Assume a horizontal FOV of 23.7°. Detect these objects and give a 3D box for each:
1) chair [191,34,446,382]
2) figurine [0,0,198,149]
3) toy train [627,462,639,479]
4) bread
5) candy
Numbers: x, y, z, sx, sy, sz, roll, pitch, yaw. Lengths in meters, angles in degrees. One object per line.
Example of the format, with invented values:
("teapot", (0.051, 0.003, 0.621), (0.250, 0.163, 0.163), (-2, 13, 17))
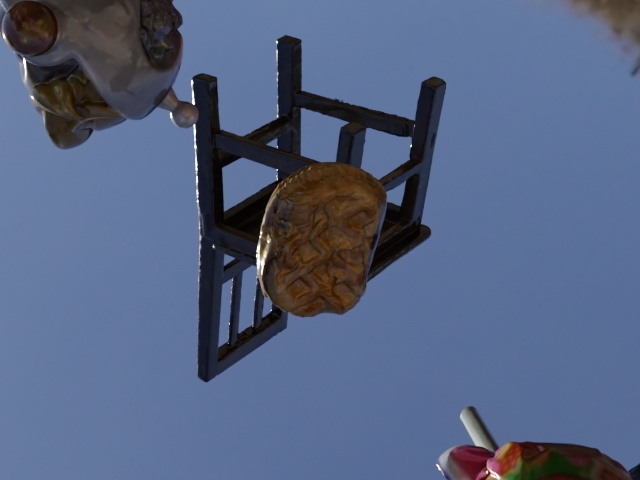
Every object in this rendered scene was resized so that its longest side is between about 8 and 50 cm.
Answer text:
("chair", (-0.007, -0.002, 1.834), (0.241, 0.416, 0.203), (19, -146, 29))
("figurine", (-0.179, -0.208, 1.102), (0.194, 0.133, 0.274), (0, -101, -86))
("toy train", (0.330, 0.101, 0.919), (0.089, 0.409, 0.086), (29, -149, -37))
("bread", (0.000, 0.000, 1.007), (0.083, 0.110, 0.044), (1, -152, -22))
("candy", (0.127, 0.157, 0.993), (0.124, 0.124, 0.365), (30, -174, -7))
